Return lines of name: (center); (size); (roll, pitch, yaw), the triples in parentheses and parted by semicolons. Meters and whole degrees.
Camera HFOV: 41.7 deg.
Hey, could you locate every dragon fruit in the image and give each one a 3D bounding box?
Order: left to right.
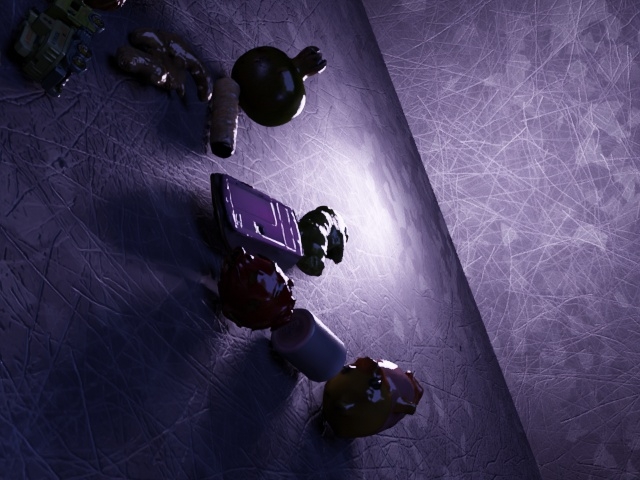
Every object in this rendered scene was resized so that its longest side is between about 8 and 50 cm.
dragon fruit: (-0.118, 0.090, 1.460); (0.136, 0.133, 0.166); (20, -34, 57)

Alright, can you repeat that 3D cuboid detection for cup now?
cup: (-0.036, 0.199, 1.624); (0.133, 0.136, 0.099); (47, 63, -44)

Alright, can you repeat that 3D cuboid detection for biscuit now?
biscuit: (-0.192, -0.246, 1.696); (0.061, 0.055, 0.219); (33, 38, -34)

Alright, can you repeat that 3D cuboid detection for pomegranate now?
pomegranate: (-0.090, -0.337, 1.839); (0.179, 0.211, 0.179); (0, 90, -84)

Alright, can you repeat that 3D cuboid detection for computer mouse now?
computer mouse: (-0.129, -0.033, 1.617); (0.310, 0.072, 0.158); (25, 48, -62)

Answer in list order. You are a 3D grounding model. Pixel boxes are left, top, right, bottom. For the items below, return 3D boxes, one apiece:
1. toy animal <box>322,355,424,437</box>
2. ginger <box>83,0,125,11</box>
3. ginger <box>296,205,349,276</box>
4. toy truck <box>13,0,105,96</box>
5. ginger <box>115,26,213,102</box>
toy animal: (0.091, 0.321, 1.717); (0.169, 0.195, 0.281); (-68, 157, -2)
ginger: (-0.400, -0.514, 1.297); (0.165, 0.173, 0.321); (-114, -163, -73)
ginger: (0.002, -0.003, 1.907); (0.290, 0.089, 0.137); (-31, 107, -71)
toy truck: (-0.387, -0.294, 1.226); (0.100, 0.077, 0.168); (39, 36, -30)
ginger: (-0.296, -0.328, 1.519); (0.149, 0.065, 0.259); (59, 24, 12)
